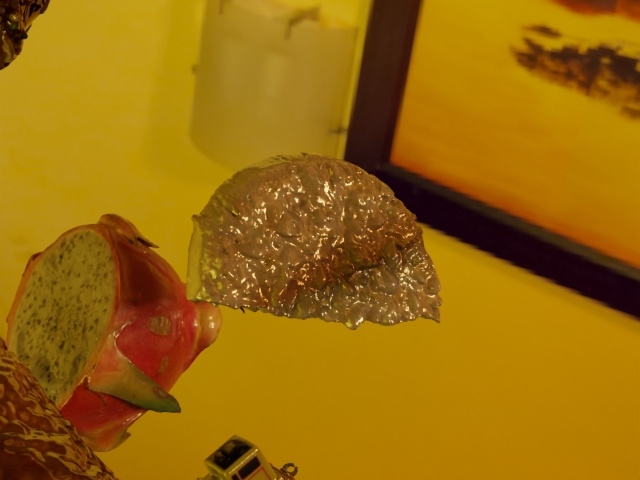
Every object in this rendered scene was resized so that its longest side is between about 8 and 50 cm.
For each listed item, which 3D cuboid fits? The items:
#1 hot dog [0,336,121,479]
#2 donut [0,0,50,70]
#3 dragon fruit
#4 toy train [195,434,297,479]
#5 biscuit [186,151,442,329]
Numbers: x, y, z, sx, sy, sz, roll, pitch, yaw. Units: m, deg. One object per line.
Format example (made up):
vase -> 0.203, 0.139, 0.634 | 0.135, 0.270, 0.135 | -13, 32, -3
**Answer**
hot dog -> -0.161, 0.097, 0.432 | 0.160, 0.099, 0.227 | -27, -113, -32
donut -> -0.279, -0.222, 0.795 | 0.235, 0.235, 0.089 | 24, -119, 23
dragon fruit -> -0.272, 0.127, 1.498 | 0.189, 0.290, 0.290 | 28, -164, -40
toy train -> -0.123, 0.344, 1.499 | 0.219, 0.127, 0.089 | -38, -154, -22
biscuit -> 0.000, 0.000, 1.175 | 0.281, 0.179, 0.084 | 10, 169, -30
